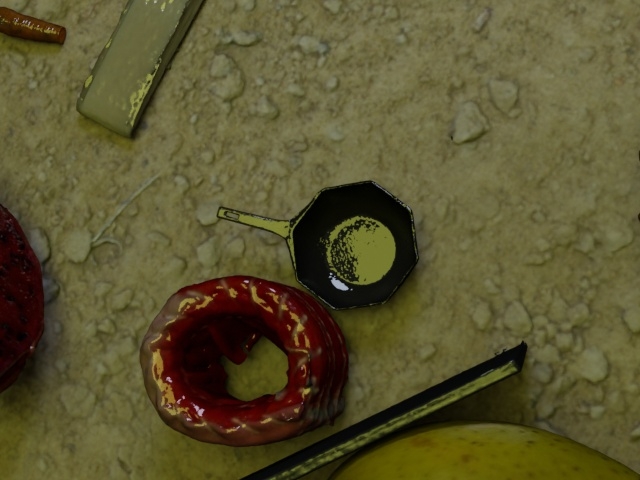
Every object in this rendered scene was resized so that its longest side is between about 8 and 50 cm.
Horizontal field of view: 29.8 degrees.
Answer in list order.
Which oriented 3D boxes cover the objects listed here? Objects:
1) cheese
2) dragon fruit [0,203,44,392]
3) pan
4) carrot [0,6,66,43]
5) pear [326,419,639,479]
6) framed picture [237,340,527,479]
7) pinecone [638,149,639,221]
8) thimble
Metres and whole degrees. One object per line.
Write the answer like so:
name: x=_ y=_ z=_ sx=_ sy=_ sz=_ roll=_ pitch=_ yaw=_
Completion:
cheese: x=-0.153 y=-0.306 z=1.348 sx=0.085 sy=0.034 sz=0.400 roll=26 pitch=86 yaw=24
dragon fruit: x=-0.419 y=0.044 z=1.304 sx=0.205 sy=0.152 sz=0.317 roll=-31 pitch=80 yaw=29
pan: x=0.010 y=-0.013 z=1.231 sx=0.202 sy=0.048 sz=0.128 roll=38 pitch=89 yaw=18
carrot: x=-0.340 y=-0.247 z=1.390 sx=0.093 sy=0.032 sz=0.032 roll=17 pitch=84 yaw=13
pear: x=0.129 y=0.326 z=0.971 sx=0.418 sy=0.362 sz=0.362 roll=-7 pitch=75 yaw=42
framed picture: x=0.031 y=0.175 z=1.079 sx=0.339 sy=0.255 sz=0.014 roll=-27 pitch=84 yaw=9
pinecone: x=0.386 y=-0.069 z=1.063 sx=0.202 sy=0.201 sz=0.229 roll=14 pitch=57 yaw=4
thimble: x=-0.074 y=0.118 z=1.183 sx=0.189 sy=0.125 sz=0.163 roll=3 pitch=84 yaw=18
